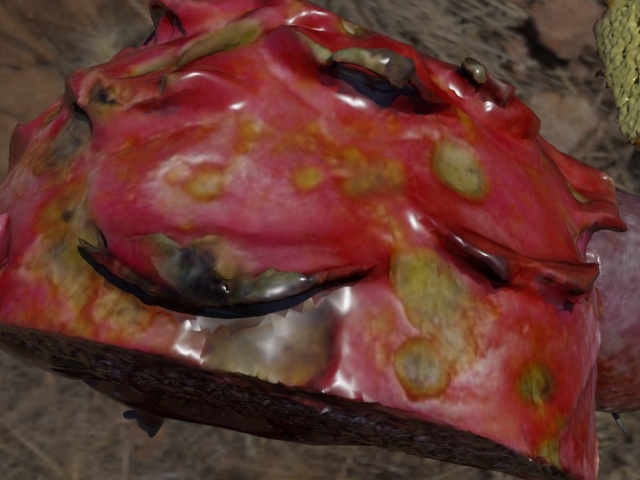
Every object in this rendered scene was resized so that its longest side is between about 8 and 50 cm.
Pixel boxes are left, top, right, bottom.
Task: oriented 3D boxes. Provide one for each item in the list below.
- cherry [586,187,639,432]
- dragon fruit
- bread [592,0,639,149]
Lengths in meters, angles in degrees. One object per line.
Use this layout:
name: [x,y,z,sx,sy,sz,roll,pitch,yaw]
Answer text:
cherry: [0.220,0.043,1.277,0.175,0.250,0.192,-15,69,33]
dragon fruit: [0.000,0.000,0.842,0.371,0.386,0.249,0,74,59]
bread: [0.380,-0.176,1.658,0.143,0.139,0.229,-36,38,30]
